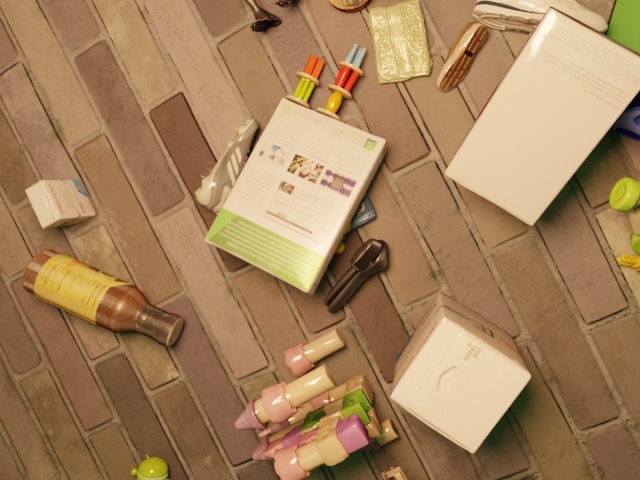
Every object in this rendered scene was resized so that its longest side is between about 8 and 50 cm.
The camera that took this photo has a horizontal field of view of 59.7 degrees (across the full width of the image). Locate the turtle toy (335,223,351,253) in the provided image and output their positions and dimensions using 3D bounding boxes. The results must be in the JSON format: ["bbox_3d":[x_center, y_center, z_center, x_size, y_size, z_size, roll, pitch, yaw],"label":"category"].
[{"bbox_3d":[0.000,0.000,1.110,0.095,0.066,0.130,23,120,14],"label":"turtle toy"}]

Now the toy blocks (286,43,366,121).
[{"bbox_3d":[0.016,-0.321,1.086,0.123,0.054,0.148,26,91,14],"label":"toy blocks"}]

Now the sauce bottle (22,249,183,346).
[{"bbox_3d":[-0.462,0.131,1.199,0.344,0.111,0.111,24,100,6],"label":"sauce bottle"}]

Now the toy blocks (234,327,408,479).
[{"bbox_3d":[-0.019,0.378,1.051,0.260,0.288,0.309,-31,92,9],"label":"toy blocks"}]

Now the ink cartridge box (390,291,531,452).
[{"bbox_3d":[0.244,0.225,1.007,0.168,0.233,0.171,32,101,6],"label":"ink cartridge box"}]

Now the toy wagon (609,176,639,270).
[{"bbox_3d":[0.612,-0.050,0.894,0.267,0.344,0.068,18,62,-3],"label":"toy wagon"}]

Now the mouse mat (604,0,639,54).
[{"bbox_3d":[0.612,-0.385,0.989,0.190,0.007,0.152,15,99,8],"label":"mouse mat"}]

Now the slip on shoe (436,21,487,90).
[{"bbox_3d":[0.257,-0.347,1.046,0.041,0.051,0.135,48,116,43],"label":"slip on shoe"}]

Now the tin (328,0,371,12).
[{"bbox_3d":[0.043,-0.534,1.069,0.106,0.040,0.189,-16,92,8],"label":"tin"}]

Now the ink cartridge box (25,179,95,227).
[{"bbox_3d":[-0.551,-0.080,1.186,0.052,0.122,0.088,-25,90,12],"label":"ink cartridge box"}]

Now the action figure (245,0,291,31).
[{"bbox_3d":[-0.154,-0.549,1.054,0.164,0.141,0.275,-33,90,24],"label":"action figure"}]

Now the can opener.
[{"bbox_3d":[0.069,0.069,1.119,0.073,0.059,0.186,31,112,-20],"label":"can opener"}]

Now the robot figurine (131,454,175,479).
[{"bbox_3d":[-0.376,0.537,1.244,0.101,0.067,0.115,9,97,18],"label":"robot figurine"}]

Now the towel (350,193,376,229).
[{"bbox_3d":[0.059,-0.086,1.115,0.067,0.029,0.119,-27,90,12],"label":"towel"}]

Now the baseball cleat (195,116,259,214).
[{"bbox_3d":[-0.167,-0.145,1.142,0.109,0.072,0.206,35,104,-11],"label":"baseball cleat"}]

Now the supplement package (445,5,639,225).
[{"bbox_3d":[0.366,-0.208,0.925,0.175,0.177,0.293,32,120,6],"label":"supplement package"}]

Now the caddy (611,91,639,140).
[{"bbox_3d":[0.651,-0.199,0.883,0.341,0.241,0.179,13,94,10],"label":"caddy"}]

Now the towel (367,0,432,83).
[{"bbox_3d":[0.152,-0.381,1.067,0.110,0.027,0.148,-9,94,11],"label":"towel"}]

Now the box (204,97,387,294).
[{"bbox_3d":[-0.045,-0.088,1.065,0.232,0.058,0.322,26,82,16],"label":"box"}]

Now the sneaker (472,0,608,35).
[{"bbox_3d":[0.396,-0.419,0.990,0.235,0.090,0.094,18,89,7],"label":"sneaker"}]
